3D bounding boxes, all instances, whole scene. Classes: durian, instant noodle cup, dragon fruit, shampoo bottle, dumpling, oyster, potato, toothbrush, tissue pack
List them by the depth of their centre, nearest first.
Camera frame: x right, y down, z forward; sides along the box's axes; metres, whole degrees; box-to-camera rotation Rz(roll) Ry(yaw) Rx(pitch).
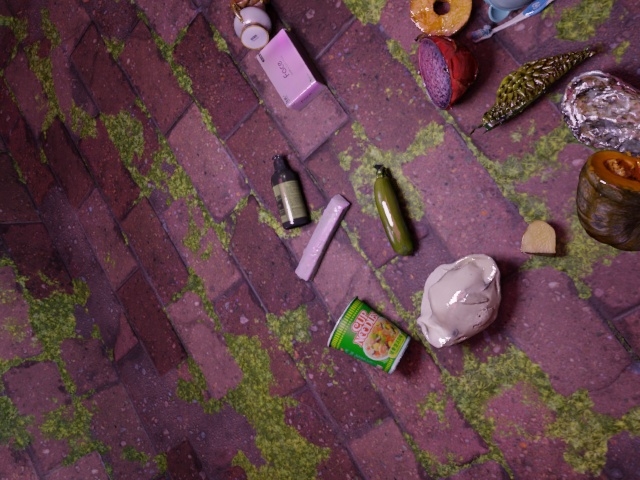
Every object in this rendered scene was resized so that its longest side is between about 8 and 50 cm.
[{"bbox_3d":[0.792,-0.307,1.146,0.351,0.158,0.162,32,151,15],"label":"oyster"},{"bbox_3d":[0.570,-0.430,1.252,0.375,0.132,0.106,-34,91,21],"label":"durian"},{"bbox_3d":[0.622,-0.664,1.258,0.386,0.040,0.040,-19,86,25],"label":"toothbrush"},{"bbox_3d":[0.633,-0.007,1.290,0.096,0.066,0.103,10,95,13],"label":"potato"},{"bbox_3d":[0.395,-0.516,1.322,0.148,0.218,0.223,-22,42,-1],"label":"dragon fruit"},{"bbox_3d":[0.429,0.175,1.388,0.318,0.187,0.243,-59,29,11],"label":"dumpling"},{"bbox_3d":[0.174,0.330,1.510,0.233,0.207,0.207,28,107,15],"label":"instant noodle cup"},{"bbox_3d":[-0.105,-0.618,1.615,0.149,0.092,0.246,-36,77,25],"label":"tissue pack"},{"bbox_3d":[-0.126,-0.186,1.661,0.101,0.101,0.283,-17,86,28],"label":"shampoo bottle"}]

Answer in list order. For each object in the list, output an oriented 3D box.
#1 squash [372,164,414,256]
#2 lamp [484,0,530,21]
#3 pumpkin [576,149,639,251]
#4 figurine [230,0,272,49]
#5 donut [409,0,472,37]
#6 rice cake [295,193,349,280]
[{"bbox_3d":[0.234,-0.103,1.485,0.087,0.087,0.331,-19,84,28],"label":"squash"},{"bbox_3d":[0.548,-0.757,1.198,0.284,0.209,0.147,-50,39,0],"label":"lamp"},{"bbox_3d":[0.787,-0.068,1.092,0.325,0.242,0.232,9,131,9],"label":"pumpkin"},{"bbox_3d":[-0.254,-0.832,1.624,0.142,0.189,0.263,-22,64,25],"label":"figurine"},{"bbox_3d":[0.372,-0.707,1.361,0.190,0.075,0.174,33,108,16],"label":"donut"},{"bbox_3d":[0.000,0.000,1.637,0.073,0.056,0.364,35,109,23],"label":"rice cake"}]
